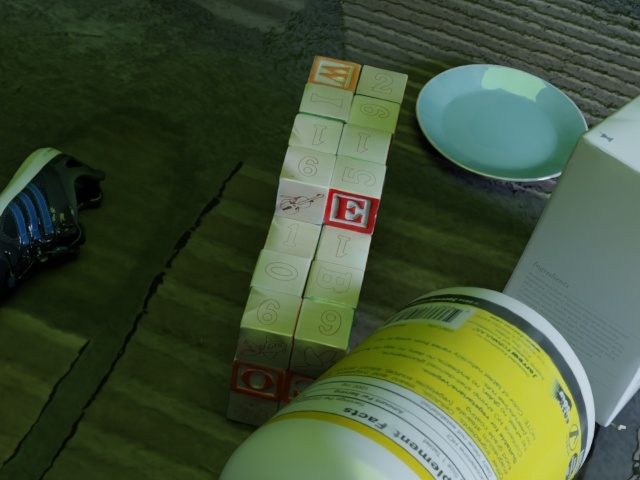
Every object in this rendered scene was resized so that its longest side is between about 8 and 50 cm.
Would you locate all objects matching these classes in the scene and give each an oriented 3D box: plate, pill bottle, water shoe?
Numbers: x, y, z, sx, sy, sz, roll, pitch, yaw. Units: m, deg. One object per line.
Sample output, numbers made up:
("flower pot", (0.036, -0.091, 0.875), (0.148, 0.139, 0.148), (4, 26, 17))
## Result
("plate", (0.193, -0.122, 1.327), (0.188, 0.024, 0.188), (4, 46, -5))
("pill bottle", (0.047, 0.177, 0.858), (0.188, 0.187, 0.334), (32, 36, 19))
("water shoe", (-0.252, -0.009, 1.107), (0.080, 0.073, 0.203), (16, 47, 2))

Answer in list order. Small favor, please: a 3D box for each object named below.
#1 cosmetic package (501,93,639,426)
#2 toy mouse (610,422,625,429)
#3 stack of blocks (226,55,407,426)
("cosmetic package", (0.278, -0.001, 1.060), (0.138, 0.224, 0.224), (34, 38, 20))
("toy mouse", (0.194, 0.137, 1.073), (0.143, 0.031, 0.161), (25, 45, 14))
("stack of blocks", (0.000, 0.000, 1.075), (0.087, 0.171, 0.297), (13, 46, 2))
